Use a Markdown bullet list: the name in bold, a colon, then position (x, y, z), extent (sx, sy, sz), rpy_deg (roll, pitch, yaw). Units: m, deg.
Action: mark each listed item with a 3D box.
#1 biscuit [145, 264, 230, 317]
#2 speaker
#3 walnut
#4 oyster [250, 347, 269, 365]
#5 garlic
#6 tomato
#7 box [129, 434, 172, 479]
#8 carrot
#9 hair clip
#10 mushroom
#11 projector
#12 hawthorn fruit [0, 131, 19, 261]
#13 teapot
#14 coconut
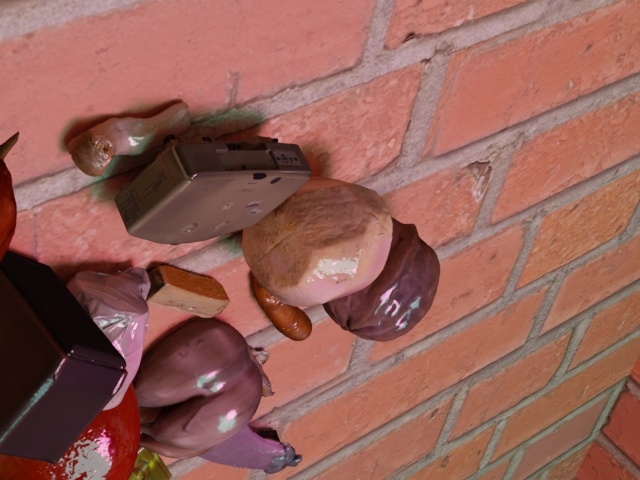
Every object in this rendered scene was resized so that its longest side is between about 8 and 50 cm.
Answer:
- **biscuit**: position (-0.212, 0.084, 1.990), extent (0.056, 0.052, 0.188), rpy_deg (-36, 154, 17)
- **speaker**: position (-0.396, 0.150, 1.650), extent (0.192, 0.231, 0.153), rpy_deg (-49, 151, 6)
- **walnut**: position (0.101, 0.063, 2.209), extent (0.224, 0.224, 0.224), rpy_deg (-32, 148, -23)
- **oyster**: position (-0.122, 0.217, 2.309), extent (0.054, 0.019, 0.083), rpy_deg (-55, 148, 14)
- **garlic**: position (-0.212, 0.252, 2.149), extent (0.292, 0.210, 0.237), rpy_deg (-29, -178, -31)
- **tomato**: position (-0.377, 0.330, 1.967), extent (0.309, 0.170, 0.309), rpy_deg (-32, 150, -21)
- **box**: position (-0.399, 0.487, 2.229), extent (0.311, 0.043, 0.173), rpy_deg (-46, 152, -17)
- **carrot**: position (-0.073, 0.115, 2.208), extent (0.059, 0.059, 0.248), rpy_deg (-43, 148, -4)
- **hair clip**: position (-0.162, 0.379, 2.416), extent (0.358, 0.110, 0.096), rpy_deg (31, 62, -56)
- **mushroom**: position (-0.241, -0.138, 1.674), extent (0.202, 0.054, 0.059), rpy_deg (-24, 152, -44)
- **projector**: position (-0.159, -0.072, 1.785), extent (0.193, 0.088, 0.269), rpy_deg (-38, 161, 32)
- **hawthorn fruit**: position (-0.424, -0.027, 1.439), extent (0.251, 0.189, 0.189), rpy_deg (-46, 151, -7)
- **teapot**: position (-0.307, 0.135, 1.821), extent (0.221, 0.163, 0.178), rpy_deg (7, 117, -56)
- **coconut**: position (0.000, 0.000, 1.994), extent (0.237, 0.236, 0.197), rpy_deg (-9, 100, -47)
